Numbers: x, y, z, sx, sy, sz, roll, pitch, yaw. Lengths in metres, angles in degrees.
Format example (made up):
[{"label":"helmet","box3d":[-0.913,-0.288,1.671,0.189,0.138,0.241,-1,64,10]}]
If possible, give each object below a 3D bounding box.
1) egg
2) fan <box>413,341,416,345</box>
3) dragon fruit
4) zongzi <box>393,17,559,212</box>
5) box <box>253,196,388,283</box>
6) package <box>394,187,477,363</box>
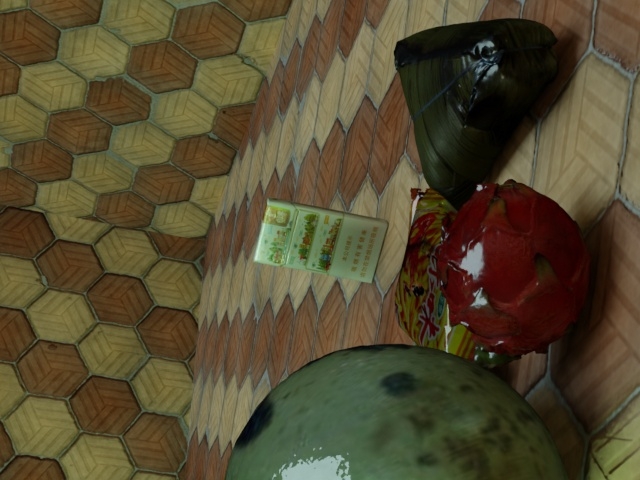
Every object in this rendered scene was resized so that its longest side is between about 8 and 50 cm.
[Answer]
[{"label":"egg","box3d":[0.076,0.279,1.181,0.428,0.345,0.345,149,130,-67]},{"label":"fan","box3d":[0.125,0.183,1.576,0.310,0.182,0.010,-46,-60,-75]},{"label":"dragon fruit","box3d":[0.206,0.033,1.210,0.172,0.172,0.209,154,111,-74]},{"label":"zongzi","box3d":[0.210,-0.136,1.473,0.286,0.138,0.300,-158,63,-69]},{"label":"box","box3d":[0.000,0.000,2.000,0.032,0.220,0.122,-109,32,-68]},{"label":"package","box3d":[0.175,0.059,1.465,0.288,0.108,0.223,-134,50,-62]}]
